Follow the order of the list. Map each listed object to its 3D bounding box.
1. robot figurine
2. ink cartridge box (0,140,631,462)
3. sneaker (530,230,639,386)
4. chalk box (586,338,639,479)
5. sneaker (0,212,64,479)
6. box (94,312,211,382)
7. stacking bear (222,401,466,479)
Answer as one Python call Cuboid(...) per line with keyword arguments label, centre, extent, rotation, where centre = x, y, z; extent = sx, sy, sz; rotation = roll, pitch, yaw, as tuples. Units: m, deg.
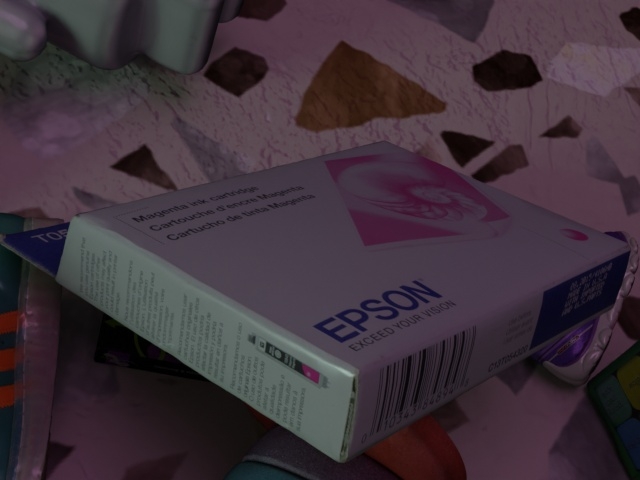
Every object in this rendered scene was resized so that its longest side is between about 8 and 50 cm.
Cuboid(label="robot figurine", centre=(-0.232, -0.283, 0.888), extent=(0.353, 0.200, 0.300), rotation=(27, 55, -2))
Cuboid(label="ink cartridge box", centre=(0.000, 0.000, 0.733), extent=(0.330, 0.072, 0.324), rotation=(27, 29, 33))
Cuboid(label="sneaker", centre=(0.237, 0.049, 0.931), extent=(0.071, 0.068, 0.170), rotation=(27, 54, 8))
Cuboid(label="chalk box", centre=(0.357, 0.139, 0.846), extent=(0.288, 0.180, 0.179), rotation=(-13, 65, -26))
Cuboid(label="sneaker", centre=(-0.246, 0.108, 0.710), extent=(0.121, 0.108, 0.302), rotation=(5, 50, -15))
Cuboid(label="box", centre=(-0.092, 0.056, 0.835), extent=(0.162, 0.029, 0.116), rotation=(12, 57, -13))
Cuboid(label="stacking bear", centre=(-0.035, 0.242, 0.668), extent=(0.164, 0.175, 0.289), rotation=(49, 61, -32))
